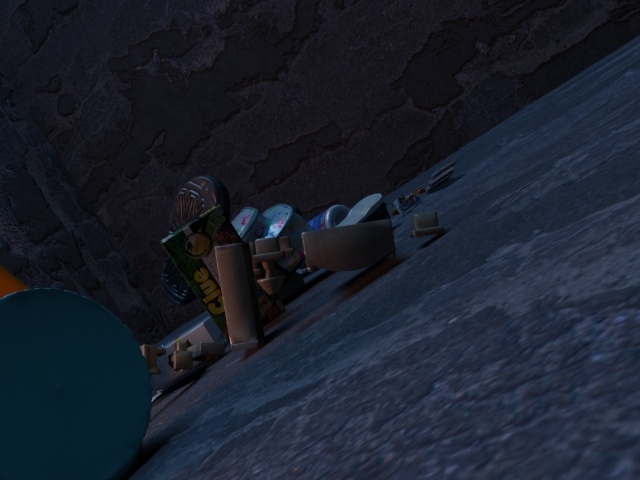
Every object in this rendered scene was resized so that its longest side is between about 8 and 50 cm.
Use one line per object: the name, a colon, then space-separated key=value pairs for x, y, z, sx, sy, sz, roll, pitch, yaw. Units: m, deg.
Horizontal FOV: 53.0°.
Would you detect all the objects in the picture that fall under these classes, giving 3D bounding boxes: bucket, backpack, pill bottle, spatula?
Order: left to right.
bucket: x=-0.351 y=0.202 z=0.764 sx=0.183 sy=0.281 sz=0.281 roll=-31 pitch=4 yaw=34
spatula: x=-0.280 y=0.276 z=1.070 sx=0.084 sy=0.030 sz=0.296 roll=-31 pitch=3 yaw=32
backpack: x=-0.137 y=0.027 z=1.481 sx=0.253 sy=0.191 sz=0.225 roll=-45 pitch=17 yaw=-7
pill bottle: x=0.000 y=0.000 z=1.753 sx=0.221 sy=0.124 sz=0.124 roll=-32 pitch=3 yaw=44

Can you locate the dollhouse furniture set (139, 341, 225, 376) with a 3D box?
dollhouse furniture set: x=-0.281 y=0.270 z=1.258 sx=0.151 sy=0.123 sz=0.144 roll=5 pitch=-17 yaw=-27

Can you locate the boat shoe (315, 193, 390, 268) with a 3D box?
boat shoe: x=0.070 y=-0.009 z=1.478 sx=0.095 sy=0.079 sz=0.254 roll=-6 pitch=32 yaw=49

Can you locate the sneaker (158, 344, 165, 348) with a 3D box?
sneaker: x=-0.402 y=0.305 z=1.564 sx=0.065 sy=0.076 sz=0.166 roll=-34 pitch=2 yaw=8

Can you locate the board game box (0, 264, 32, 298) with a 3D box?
board game box: x=-0.688 y=0.287 z=1.377 sx=0.356 sy=0.356 sz=0.356 roll=-52 pitch=8 yaw=-19

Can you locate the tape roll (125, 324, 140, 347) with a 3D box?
tape roll: x=-0.631 y=0.386 z=1.886 sx=0.246 sy=0.169 sz=0.246 roll=-34 pitch=3 yaw=2

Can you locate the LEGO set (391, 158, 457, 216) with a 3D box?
LEGO set: x=0.267 y=-0.115 z=1.730 sx=0.244 sy=0.060 sz=0.182 roll=-33 pitch=-10 yaw=-3

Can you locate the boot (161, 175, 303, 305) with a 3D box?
boot: x=-0.195 y=-0.029 z=1.730 sx=0.445 sy=0.146 sz=0.367 roll=-13 pitch=-44 yaw=-49

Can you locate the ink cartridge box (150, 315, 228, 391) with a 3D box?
ink cartridge box: x=-0.295 y=0.243 z=1.417 sx=0.175 sy=0.072 sz=0.127 roll=-34 pitch=2 yaw=4

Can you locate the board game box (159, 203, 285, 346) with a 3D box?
board game box: x=-0.188 y=0.072 z=1.262 sx=0.136 sy=0.260 sz=0.030 roll=-34 pitch=20 yaw=-9

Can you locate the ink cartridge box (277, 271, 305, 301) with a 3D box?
ink cartridge box: x=-0.128 y=0.142 z=1.587 sx=0.179 sy=0.045 sz=0.145 roll=-31 pitch=1 yaw=-10

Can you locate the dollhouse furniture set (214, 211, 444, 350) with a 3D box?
dollhouse furniture set: x=0.017 y=0.067 z=1.102 sx=0.355 sy=0.174 sz=0.303 roll=-9 pitch=1 yaw=-1
